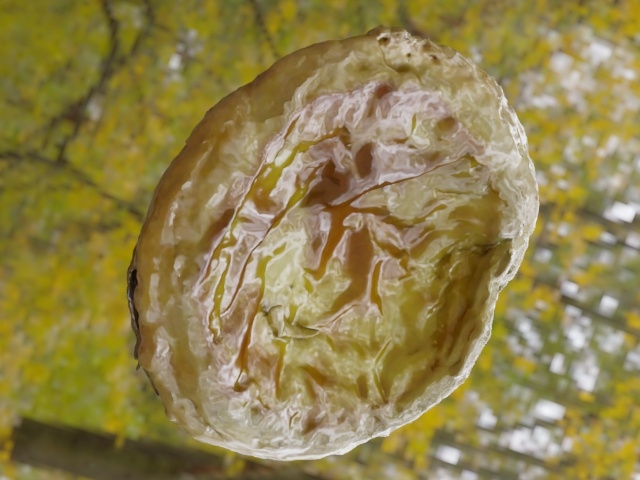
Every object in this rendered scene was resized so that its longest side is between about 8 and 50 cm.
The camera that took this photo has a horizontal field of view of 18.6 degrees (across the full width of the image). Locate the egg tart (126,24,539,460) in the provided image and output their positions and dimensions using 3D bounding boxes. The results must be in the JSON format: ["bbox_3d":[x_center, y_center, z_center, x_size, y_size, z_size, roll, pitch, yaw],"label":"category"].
[{"bbox_3d":[0.000,0.000,1.000,0.106,0.241,0.241,39,-72,51],"label":"egg tart"}]
